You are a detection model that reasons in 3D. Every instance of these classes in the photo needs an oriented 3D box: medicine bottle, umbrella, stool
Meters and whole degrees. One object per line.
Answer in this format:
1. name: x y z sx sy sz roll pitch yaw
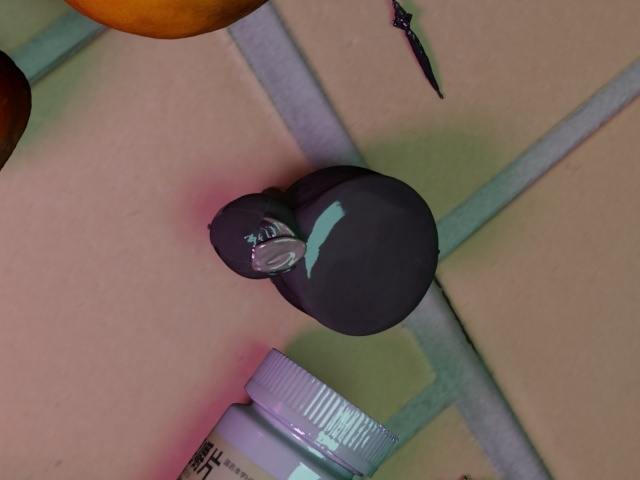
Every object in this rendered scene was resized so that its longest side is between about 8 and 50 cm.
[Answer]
1. medicine bottle: -0.076 0.276 1.495 0.158 0.158 0.318 37 85 -31
2. umbrella: 0.093 -0.197 1.524 0.022 0.022 0.149 -18 119 19
3. stool: 0.003 -0.009 1.463 0.228 0.139 0.153 32 88 -30

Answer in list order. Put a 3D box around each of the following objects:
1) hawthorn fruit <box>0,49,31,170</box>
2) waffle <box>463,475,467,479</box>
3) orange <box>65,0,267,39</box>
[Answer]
1. hawthorn fruit: -0.328 -0.092 1.254 0.169 0.169 0.188 28 90 -31
2. waffle: 0.122 0.398 1.700 0.245 0.052 0.254 -24 115 -19
3. orange: -0.125 -0.294 1.256 0.261 0.261 0.261 -8 108 -26
